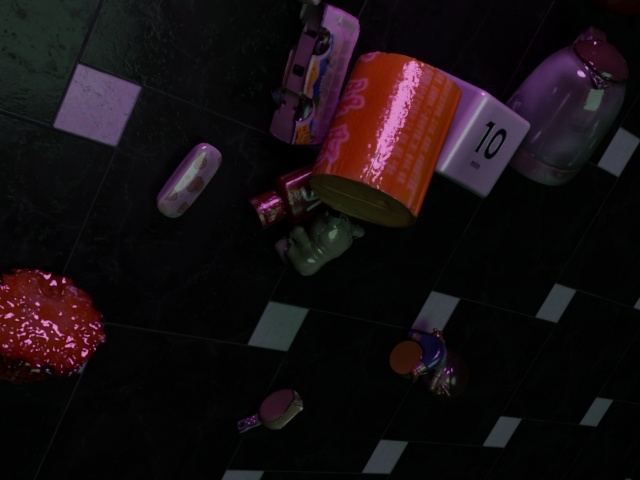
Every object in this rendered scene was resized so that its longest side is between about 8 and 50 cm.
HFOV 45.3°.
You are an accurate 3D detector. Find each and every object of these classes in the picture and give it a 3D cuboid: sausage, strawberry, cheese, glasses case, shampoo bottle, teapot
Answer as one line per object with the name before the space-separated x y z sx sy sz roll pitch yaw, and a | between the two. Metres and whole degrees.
sausage | 0.127 -0.197 1.516 0.233 0.233 0.287 38 69 -42
strawberry | -0.523 0.185 1.406 0.234 0.234 0.178 6 139 -36
cheese | -0.123 0.428 1.877 0.171 0.092 0.047 -36 124 -11
glasses case | -0.256 -0.116 1.489 0.164 0.041 0.063 -51 133 3
shampoo bottle | -0.006 -0.119 1.635 0.314 0.076 0.118 -26 132 -19
teapot | 0.568 -0.335 1.762 0.233 0.315 0.312 24 132 -7

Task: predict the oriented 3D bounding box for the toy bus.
toy bus | -0.014 -0.325 1.496 0.112 0.090 0.274 -1 117 -41

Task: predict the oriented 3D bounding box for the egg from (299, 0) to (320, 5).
egg | -0.020 -0.519 1.329 0.206 0.162 0.271 57 41 -10

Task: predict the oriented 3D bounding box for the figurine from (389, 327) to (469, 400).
figurine | 0.315 0.355 2.102 0.158 0.161 0.275 -18 137 29

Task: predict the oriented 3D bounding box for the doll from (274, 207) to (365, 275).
doll | 0.000 0.000 1.669 0.192 0.095 0.149 -40 144 17

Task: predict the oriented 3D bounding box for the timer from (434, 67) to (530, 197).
timer | 0.306 -0.238 1.694 0.192 0.194 0.195 22 105 -41

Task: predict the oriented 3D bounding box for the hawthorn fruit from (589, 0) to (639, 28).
hawthorn fruit | 0.687 -0.608 1.679 0.285 0.285 0.369 -36 145 -11
